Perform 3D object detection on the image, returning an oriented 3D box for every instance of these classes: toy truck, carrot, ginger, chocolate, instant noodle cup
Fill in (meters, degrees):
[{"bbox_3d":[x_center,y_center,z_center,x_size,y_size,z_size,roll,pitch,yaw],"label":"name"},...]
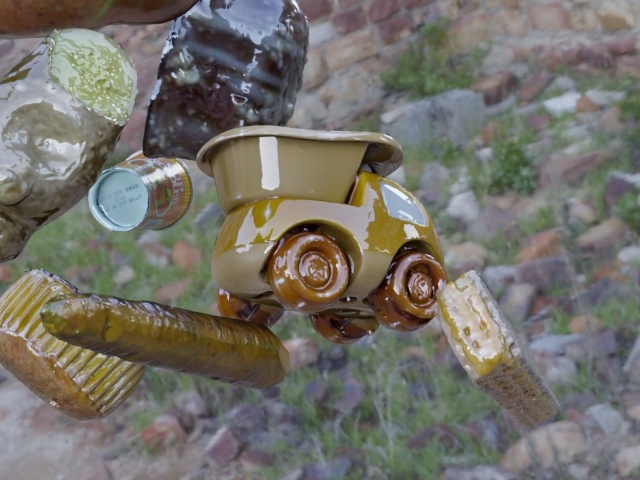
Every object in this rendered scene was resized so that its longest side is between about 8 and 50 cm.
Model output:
[{"bbox_3d":[0.000,0.000,1.077,0.287,0.212,0.204,8,-17,-28],"label":"toy truck"},{"bbox_3d":[-0.126,0.084,0.836,0.066,0.066,0.314,-10,-20,29],"label":"carrot"},{"bbox_3d":[-0.280,-0.062,0.856,0.270,0.123,0.219,-36,32,39],"label":"ginger"},{"bbox_3d":[-0.130,-0.263,1.524,0.210,0.340,0.225,20,7,5],"label":"chocolate"},{"bbox_3d":[-0.338,-0.084,1.755,0.168,0.169,0.185,-17,4,12],"label":"instant noodle cup"}]

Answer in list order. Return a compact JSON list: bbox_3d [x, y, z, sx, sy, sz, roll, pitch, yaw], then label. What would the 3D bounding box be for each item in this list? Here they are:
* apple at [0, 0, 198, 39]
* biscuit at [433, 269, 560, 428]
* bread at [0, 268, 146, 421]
[{"bbox_3d":[-0.264,-0.372,0.999,0.338,0.305,0.338,-4,17,1],"label":"apple"},{"bbox_3d":[0.187,0.125,0.972,0.054,0.094,0.378,-30,-26,8],"label":"biscuit"},{"bbox_3d":[-0.292,0.127,1.072,0.199,0.199,0.104,4,48,52],"label":"bread"}]
